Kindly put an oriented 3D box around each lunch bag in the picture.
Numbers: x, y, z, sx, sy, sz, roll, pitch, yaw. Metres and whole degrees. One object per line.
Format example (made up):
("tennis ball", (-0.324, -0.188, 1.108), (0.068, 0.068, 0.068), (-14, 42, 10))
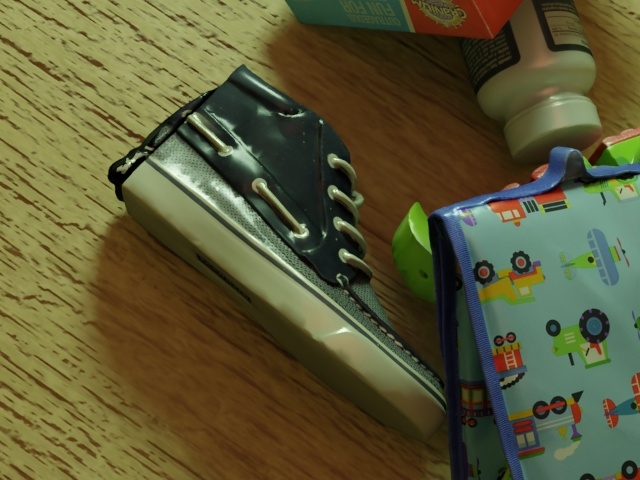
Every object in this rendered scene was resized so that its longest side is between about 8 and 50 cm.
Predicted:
("lunch bag", (0.206, 0.074, 1.182), (0.221, 0.138, 0.293), (-12, 97, -20))

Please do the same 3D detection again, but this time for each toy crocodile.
("toy crocodile", (0.220, -0.031, 1.306), (0.341, 0.115, 0.105), (-25, 71, -16))

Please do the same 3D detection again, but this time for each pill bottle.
("pill bottle", (0.180, -0.163, 1.354), (0.108, 0.108, 0.180), (-11, 71, -12))

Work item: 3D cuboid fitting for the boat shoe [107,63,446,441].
("boat shoe", (0.000, 0.000, 1.254), (0.340, 0.127, 0.158), (40, 76, 8))

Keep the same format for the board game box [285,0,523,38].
("board game box", (0.134, -0.311, 1.348), (0.316, 0.242, 0.064), (-51, 128, -21))
